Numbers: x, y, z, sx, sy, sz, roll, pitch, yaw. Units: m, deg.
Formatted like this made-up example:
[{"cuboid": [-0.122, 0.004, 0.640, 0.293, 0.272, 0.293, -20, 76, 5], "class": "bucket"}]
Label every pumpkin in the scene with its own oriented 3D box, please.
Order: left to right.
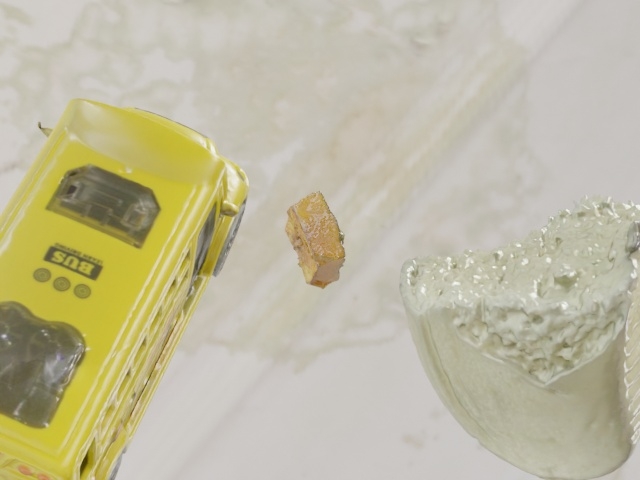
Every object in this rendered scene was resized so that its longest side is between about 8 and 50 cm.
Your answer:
[{"cuboid": [0.000, 0.000, 1.563, 0.054, 0.074, 0.083, -15, -109, -15], "class": "pumpkin"}]

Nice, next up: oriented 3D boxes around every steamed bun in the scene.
[{"cuboid": [0.220, 0.088, 1.581, 0.290, 0.272, 0.273, -36, -54, -59], "class": "steamed bun"}]

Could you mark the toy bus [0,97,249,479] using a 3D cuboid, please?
[{"cuboid": [-0.150, 0.027, 0.949, 0.152, 0.144, 0.330, 111, -179, -51], "class": "toy bus"}]
